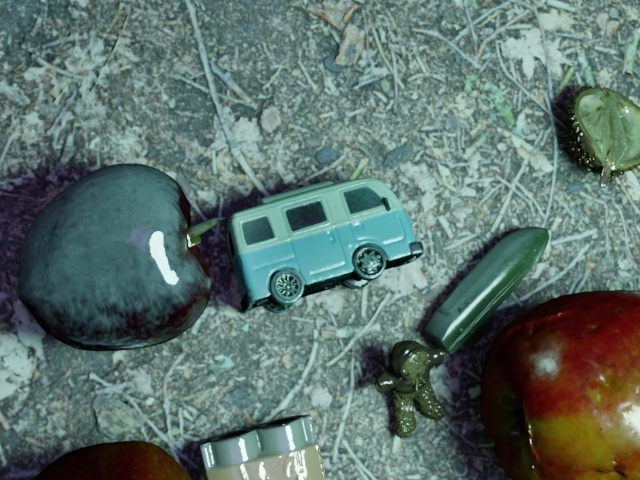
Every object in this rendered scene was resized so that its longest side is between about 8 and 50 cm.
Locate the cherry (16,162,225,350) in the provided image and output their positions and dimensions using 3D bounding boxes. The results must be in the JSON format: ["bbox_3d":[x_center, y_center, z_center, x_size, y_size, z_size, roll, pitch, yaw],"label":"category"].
[{"bbox_3d":[-0.269,0.024,1.370,0.296,0.218,0.255,-19,94,-8],"label":"cherry"}]

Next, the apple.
[{"bbox_3d":[-0.265,0.416,1.285,0.288,0.317,0.288,-1,99,-9],"label":"apple"}]

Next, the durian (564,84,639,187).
[{"bbox_3d":[0.454,-0.157,1.610,0.148,0.091,0.189,15,58,-9],"label":"durian"}]

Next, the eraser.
[{"bbox_3d":[-0.064,0.412,1.431,0.171,0.087,0.291,-12,86,-15],"label":"eraser"}]

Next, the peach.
[{"bbox_3d":[0.454,0.239,1.428,0.416,0.353,0.339,-3,83,-15],"label":"peach"}]

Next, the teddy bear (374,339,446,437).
[{"bbox_3d":[0.135,0.209,1.502,0.119,0.078,0.160,-22,127,-16],"label":"teddy bear"}]

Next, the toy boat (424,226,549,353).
[{"bbox_3d":[0.270,0.074,1.554,0.260,0.078,0.085,-47,118,-12],"label":"toy boat"}]

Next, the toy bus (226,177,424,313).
[{"bbox_3d":[0.000,0.000,1.475,0.271,0.133,0.165,-16,82,-11],"label":"toy bus"}]
